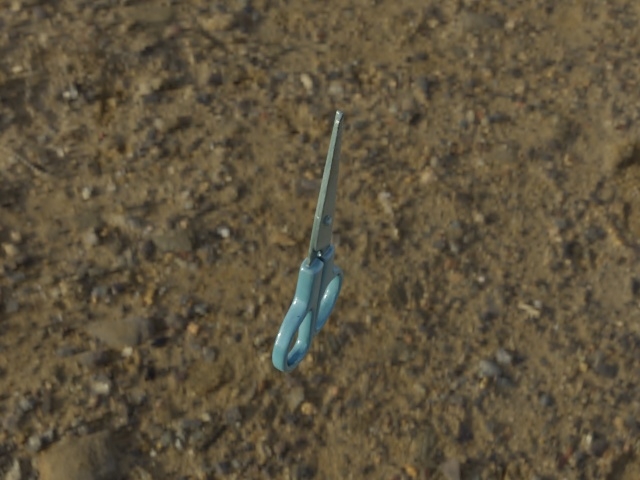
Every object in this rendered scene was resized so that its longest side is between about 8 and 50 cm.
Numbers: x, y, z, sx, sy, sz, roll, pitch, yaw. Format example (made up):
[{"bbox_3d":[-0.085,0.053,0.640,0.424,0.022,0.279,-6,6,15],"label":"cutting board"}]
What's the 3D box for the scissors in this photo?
[{"bbox_3d":[0.000,0.000,1.459,0.029,0.447,0.193,24,46,15],"label":"scissors"}]
